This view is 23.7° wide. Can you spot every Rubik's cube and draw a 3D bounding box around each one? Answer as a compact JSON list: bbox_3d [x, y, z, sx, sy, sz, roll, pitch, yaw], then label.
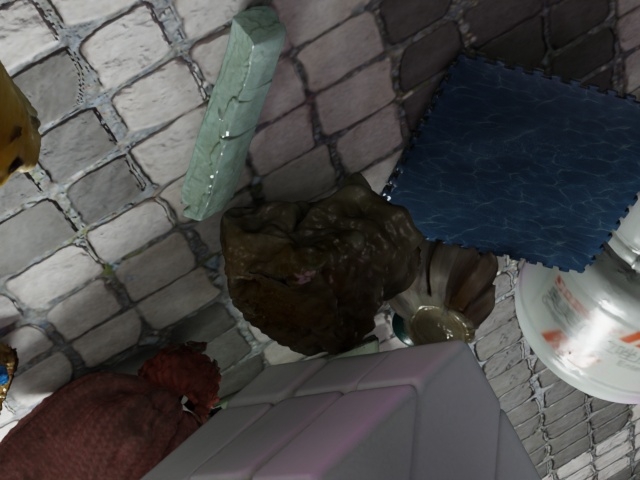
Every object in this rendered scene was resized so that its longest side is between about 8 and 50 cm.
[{"bbox_3d":[0.018,0.317,1.466,0.316,0.322,0.319,-12,-159,49],"label":"Rubik's cube"}]

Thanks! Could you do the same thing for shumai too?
[{"bbox_3d":[-0.003,0.000,1.520,0.185,0.184,0.218,-62,145,-19],"label":"shumai"}]

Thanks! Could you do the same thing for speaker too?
[{"bbox_3d":[0.139,0.090,1.873,0.094,0.060,0.075,-7,145,-40],"label":"speaker"}]

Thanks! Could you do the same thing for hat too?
[{"bbox_3d":[-0.202,0.224,1.598,0.286,0.236,0.107,-56,176,-26],"label":"hat"}]

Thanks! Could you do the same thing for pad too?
[{"bbox_3d":[0.216,-0.074,1.600,0.269,0.012,0.269,12,136,-12],"label":"pad"}]

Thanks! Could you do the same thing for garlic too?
[{"bbox_3d":[0.159,0.030,1.763,0.194,0.127,0.131,-46,-177,-35],"label":"garlic"}]

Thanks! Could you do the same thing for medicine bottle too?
[{"bbox_3d":[0.395,0.012,1.799,0.256,0.256,0.325,-15,148,-30],"label":"medicine bottle"}]

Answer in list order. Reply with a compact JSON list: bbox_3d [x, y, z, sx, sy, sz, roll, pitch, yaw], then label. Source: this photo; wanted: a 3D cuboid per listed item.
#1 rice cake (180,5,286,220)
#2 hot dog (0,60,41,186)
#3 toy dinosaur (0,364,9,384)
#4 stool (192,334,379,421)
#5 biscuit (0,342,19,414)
[{"bbox_3d":[-0.080,-0.107,1.348,0.045,0.042,0.245,-28,154,-36],"label":"rice cake"},{"bbox_3d":[-0.369,-0.099,0.916,0.367,0.196,0.365,-28,149,-14],"label":"hot dog"},{"bbox_3d":[-0.402,0.105,1.319,0.144,0.076,0.329,-34,148,3],"label":"toy dinosaur"},{"bbox_3d":[0.015,0.289,1.835,0.269,0.243,0.170,-22,136,-20],"label":"stool"},{"bbox_3d":[-0.350,0.170,1.527,0.064,0.034,0.199,-13,146,-33],"label":"biscuit"}]
